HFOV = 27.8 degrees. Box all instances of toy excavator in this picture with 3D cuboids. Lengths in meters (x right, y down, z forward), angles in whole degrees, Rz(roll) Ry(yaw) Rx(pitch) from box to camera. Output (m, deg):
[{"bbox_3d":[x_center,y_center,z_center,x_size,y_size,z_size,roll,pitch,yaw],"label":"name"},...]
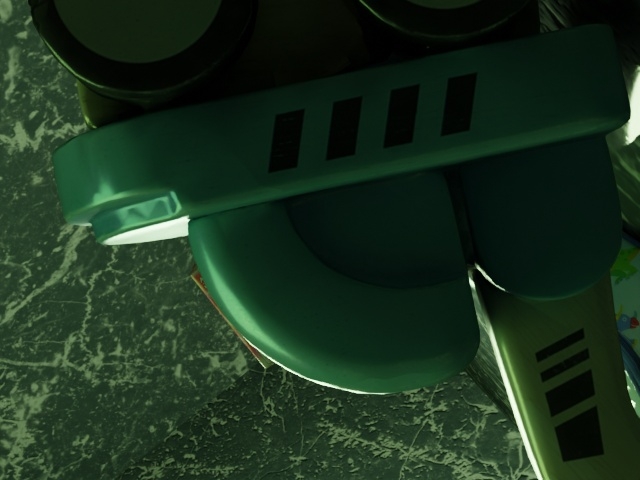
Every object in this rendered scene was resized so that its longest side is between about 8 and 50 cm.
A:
[{"bbox_3d":[0.092,0.021,0.697,0.222,0.433,0.445,171,88,-87],"label":"toy excavator"}]

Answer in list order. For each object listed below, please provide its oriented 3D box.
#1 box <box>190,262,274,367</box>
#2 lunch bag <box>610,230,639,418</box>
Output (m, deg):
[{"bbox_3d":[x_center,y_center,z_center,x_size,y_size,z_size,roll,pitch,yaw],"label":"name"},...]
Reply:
[{"bbox_3d":[0.000,0.000,1.602,0.154,0.300,0.142,52,179,-5],"label":"box"},{"bbox_3d":[0.233,0.077,0.983,0.176,0.090,0.219,44,175,47],"label":"lunch bag"}]
